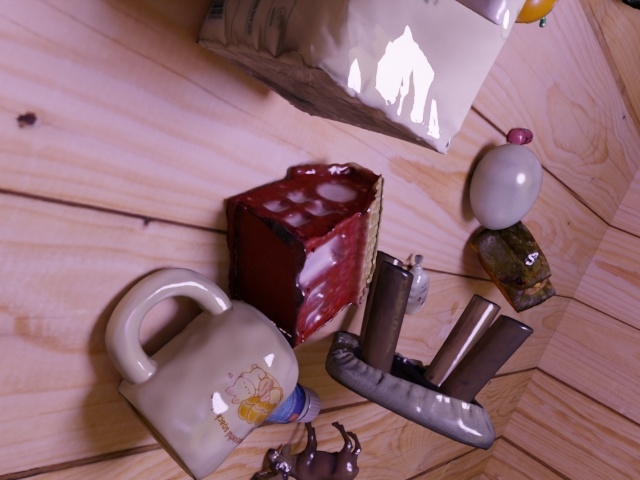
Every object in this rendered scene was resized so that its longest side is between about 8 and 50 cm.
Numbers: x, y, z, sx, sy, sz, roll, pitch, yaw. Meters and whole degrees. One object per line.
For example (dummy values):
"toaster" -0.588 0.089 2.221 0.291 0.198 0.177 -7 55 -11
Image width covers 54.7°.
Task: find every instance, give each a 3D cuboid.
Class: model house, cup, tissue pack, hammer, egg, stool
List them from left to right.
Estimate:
"cup" -0.172 0.164 0.849 0.202 0.255 0.173 -41 -175 -25
"model house" 0.000 0.000 0.922 0.254 0.160 0.196 -31 137 -41
"tissue pack" 0.070 -0.312 0.631 0.207 0.297 0.380 23 97 -38
"stool" 0.191 0.183 1.116 0.310 0.310 0.226 -56 171 -84
"egg" 0.414 -0.118 1.398 0.151 0.151 0.209 -24 141 -43
"hammer" 0.482 -0.250 1.489 0.083 0.043 0.043 -13 124 -48

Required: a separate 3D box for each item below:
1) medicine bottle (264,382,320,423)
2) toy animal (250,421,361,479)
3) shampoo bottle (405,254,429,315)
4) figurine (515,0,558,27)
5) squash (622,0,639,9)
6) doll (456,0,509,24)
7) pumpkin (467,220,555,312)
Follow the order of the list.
"medicine bottle" -0.071 0.285 1.106 0.083 0.083 0.203 -59 149 -4
"toy animal" -0.030 0.450 1.235 0.093 0.214 0.186 78 19 -56
"shampoo bottle" 0.213 0.092 1.378 0.077 0.045 0.151 -32 136 -36
"figurine" 0.241 -0.377 0.832 0.222 0.324 0.124 23 99 -17
"squash" 0.854 -0.634 1.505 0.252 0.252 0.165 -14 116 -48
"doll" 0.115 -0.288 0.439 0.217 0.183 0.085 -62 175 9
"pumpkin" 0.496 0.054 1.608 0.139 0.221 0.317 -35 147 11
